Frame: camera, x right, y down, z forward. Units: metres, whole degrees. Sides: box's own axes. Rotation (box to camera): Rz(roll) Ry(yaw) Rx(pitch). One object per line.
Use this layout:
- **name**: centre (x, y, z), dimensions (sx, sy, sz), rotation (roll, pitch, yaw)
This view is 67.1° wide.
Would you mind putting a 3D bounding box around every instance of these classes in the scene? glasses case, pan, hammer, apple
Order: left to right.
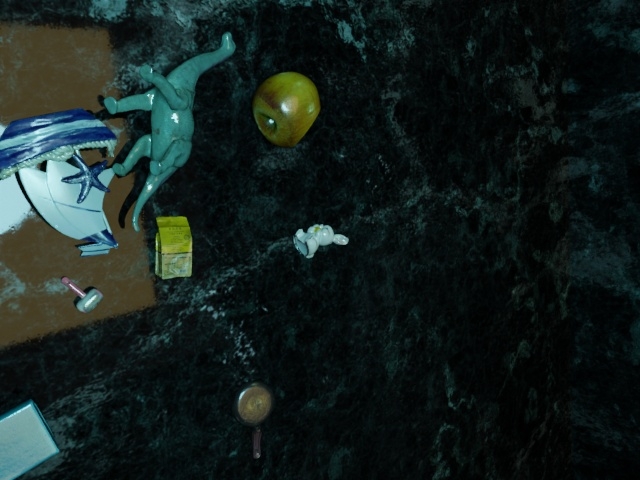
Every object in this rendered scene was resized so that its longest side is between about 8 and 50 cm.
- **glasses case**: centre (-0.638, 0.406, 0.842), dimensions (0.301, 0.070, 0.117), rotation (-27, 104, -30)
- **hammer**: centre (-0.475, 0.102, 0.952), dimensions (0.083, 0.031, 0.052), rotation (48, 64, -19)
- **pan**: centre (-0.164, 0.456, 1.213), dimensions (0.115, 0.040, 0.212), rotation (-8, 99, -30)
- **apple**: centre (-0.073, -0.309, 1.130), dimensions (0.147, 0.146, 0.163), rotation (-42, 116, -30)

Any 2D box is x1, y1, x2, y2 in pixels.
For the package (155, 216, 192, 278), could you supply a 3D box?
- **package**: centre (-0.317, 0.015, 1.044), dimensions (0.071, 0.047, 0.131), rotation (0, 97, -34)

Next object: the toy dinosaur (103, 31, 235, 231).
- **toy dinosaur**: centre (-0.282, -0.243, 1.027), dimensions (0.331, 0.129, 0.383), rotation (-40, 143, -59)

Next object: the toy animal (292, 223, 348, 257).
- **toy animal**: centre (-0.002, -0.006, 1.261), dimensions (0.124, 0.071, 0.085), rotation (-31, 112, -30)

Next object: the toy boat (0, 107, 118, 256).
- **toy boat**: centre (-0.456, -0.118, 0.920), dimensions (0.210, 0.070, 0.291), rotation (-50, 128, -21)
